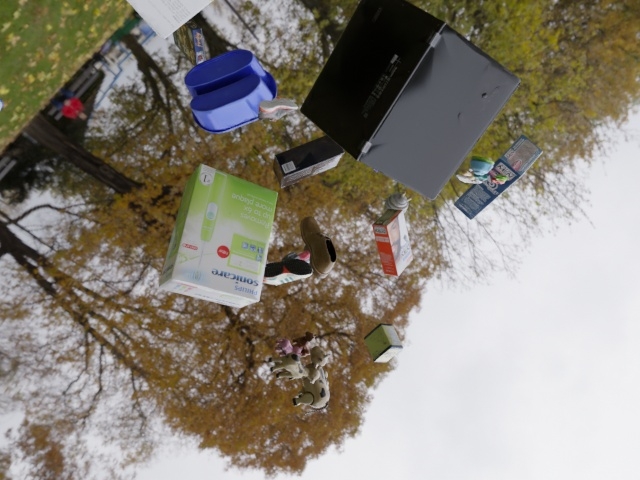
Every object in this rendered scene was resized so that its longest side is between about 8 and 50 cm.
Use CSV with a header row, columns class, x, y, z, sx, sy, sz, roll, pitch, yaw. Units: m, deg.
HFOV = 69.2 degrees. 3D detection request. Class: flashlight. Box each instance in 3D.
class,x,y,z,sx,sy,sz,roll,pitch,yaw
flashlight,-0.083,0.070,2.216,0.103,0.103,0.304,-53,166,25

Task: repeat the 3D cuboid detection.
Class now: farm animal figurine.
class,x,y,z,sx,sy,sz,roll,pitch,yaw
farm animal figurine,-0.043,0.506,1.803,0.172,0.327,0.330,-15,-177,16

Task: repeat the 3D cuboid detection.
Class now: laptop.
class,x,y,z,sx,sy,sz,roll,pitch,yaw
laptop,0.223,-0.388,1.253,0.408,0.236,0.382,46,-65,28

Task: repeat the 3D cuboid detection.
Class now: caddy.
class,x,y,z,sx,sy,sz,roll,pitch,yaw
caddy,-0.333,-0.541,1.722,0.341,0.179,0.242,-19,-109,6

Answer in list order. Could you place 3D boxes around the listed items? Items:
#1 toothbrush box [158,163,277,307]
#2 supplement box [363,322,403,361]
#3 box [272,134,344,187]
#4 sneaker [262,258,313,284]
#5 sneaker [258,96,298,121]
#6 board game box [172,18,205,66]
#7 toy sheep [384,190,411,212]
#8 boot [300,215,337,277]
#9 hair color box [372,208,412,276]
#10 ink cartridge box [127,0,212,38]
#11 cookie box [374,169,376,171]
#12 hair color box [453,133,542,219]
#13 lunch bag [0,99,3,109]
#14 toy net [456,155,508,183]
class,x,y,z,sx,sy,sz,roll,pitch,yaw
toothbrush box,-0.236,-0.005,1.099,0.122,0.206,0.284,-25,-129,55
supplement box,0.188,0.307,1.389,0.083,0.056,0.083,-49,-134,30
box,-0.054,-0.321,1.877,0.261,0.103,0.184,-24,174,-12
sneaker,-0.105,0.097,1.364,0.075,0.161,0.057,125,-46,-54
sneaker,-0.142,-0.417,1.491,0.061,0.157,0.065,47,-47,25
board game box,-0.544,-0.832,1.893,0.042,0.165,0.243,-25,-124,-23
toy sheep,0.273,-0.132,1.656,0.132,0.091,0.091,109,-9,-50
boot,0.000,0.000,1.903,0.115,0.112,0.305,-50,-138,35
hair color box,0.206,0.006,1.314,0.053,0.167,0.093,7,-143,40
ink cartridge box,-0.279,-0.629,1.026,0.306,0.131,0.226,-27,-129,16
cookie box,0.203,-0.299,1.576,0.107,0.091,0.040,-34,-147,29
hair color box,0.677,-0.234,1.798,0.174,0.105,0.347,-43,171,-27
lunch bag,-0.685,-0.228,0.868,0.151,0.096,0.129,-39,-165,-5
toy net,0.496,-0.208,1.432,0.232,0.122,0.045,-16,123,-87
